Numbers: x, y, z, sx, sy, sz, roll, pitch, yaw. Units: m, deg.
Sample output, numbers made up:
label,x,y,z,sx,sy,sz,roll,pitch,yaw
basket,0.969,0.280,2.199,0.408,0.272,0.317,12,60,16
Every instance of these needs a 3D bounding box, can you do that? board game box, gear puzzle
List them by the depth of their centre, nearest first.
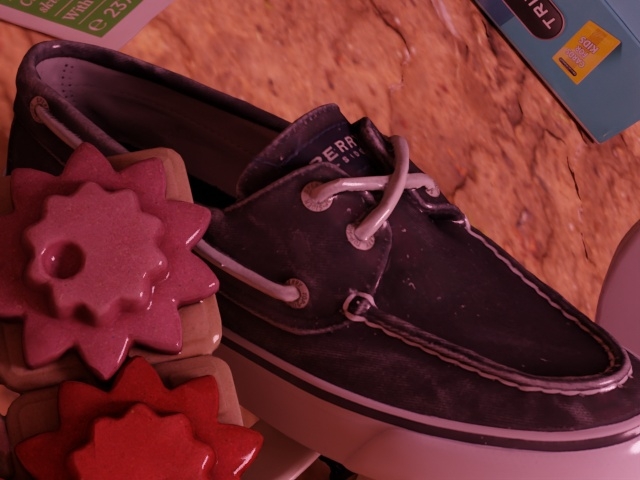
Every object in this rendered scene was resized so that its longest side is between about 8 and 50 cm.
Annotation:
label,x,y,z,sx,sy,sz,roll,pitch,yaw
gear puzzle,-0.091,0.130,0.473,0.175,0.044,0.339,-11,73,-11
board game box,0.154,-0.269,1.123,0.336,0.079,0.254,47,37,-11

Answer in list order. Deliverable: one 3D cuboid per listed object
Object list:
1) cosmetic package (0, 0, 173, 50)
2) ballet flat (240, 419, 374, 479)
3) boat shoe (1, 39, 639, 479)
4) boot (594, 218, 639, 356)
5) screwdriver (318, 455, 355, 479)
label,x,y,z,sx,sy,sz,roll,pitch,yaw
cosmetic package,-0.186,-0.229,0.605,0.365,0.197,0.155,12,55,-42
ballet flat,0.035,0.109,0.627,0.342,0.116,0.124,-18,105,-41
boat shoe,0.000,0.000,0.578,0.301,0.102,0.108,25,35,27
boot,0.213,0.083,0.855,0.123,0.095,0.258,-53,139,-60
screwdriver,-0.014,0.083,0.709,0.170,0.025,0.024,45,38,-9
